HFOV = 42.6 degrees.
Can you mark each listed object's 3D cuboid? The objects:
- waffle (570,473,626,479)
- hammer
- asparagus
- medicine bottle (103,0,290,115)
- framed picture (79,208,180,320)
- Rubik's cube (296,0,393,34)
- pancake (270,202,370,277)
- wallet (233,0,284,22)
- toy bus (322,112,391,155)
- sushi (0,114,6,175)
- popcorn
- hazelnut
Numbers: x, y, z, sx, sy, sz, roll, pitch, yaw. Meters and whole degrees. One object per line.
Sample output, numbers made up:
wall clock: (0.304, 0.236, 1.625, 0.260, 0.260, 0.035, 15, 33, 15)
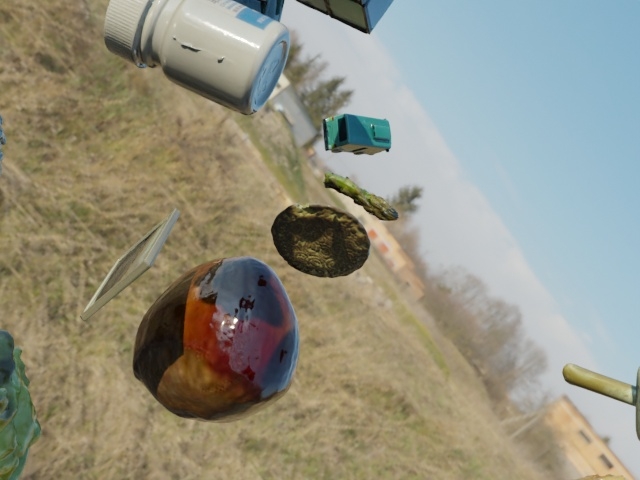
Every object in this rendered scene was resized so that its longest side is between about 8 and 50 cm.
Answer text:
waffle: (0.239, 0.401, 1.058, 0.213, 0.308, 0.091, 85, -7, -52)
hammer: (0.679, 0.343, 1.851, 0.305, 0.113, 0.202, 13, -71, 50)
asparagus: (0.064, -0.069, 1.316, 0.030, 0.036, 0.165, -10, 34, -43)
medicine bottle: (-0.124, -0.206, 0.844, 0.168, 0.105, 0.105, 25, 1, 5)
framed picture: (-0.380, 0.045, 1.656, 0.018, 0.192, 0.265, 46, 18, -16)
Rubik's cube: (0.043, -0.483, 1.361, 0.183, 0.167, 0.180, 30, -11, 17)
pancake: (0.000, 0.001, 1.512, 0.199, 0.199, 0.021, 50, 39, -29)
wallet: (-0.118, -0.349, 1.120, 0.055, 0.160, 0.236, 20, 17, 21)
toy bus: (0.089, -0.240, 1.862, 0.160, 0.092, 0.079, 1, 83, -46)
sushi: (-0.549, -0.117, 0.885, 0.417, 0.417, 0.176, 53, -29, 19)
popcorn: (-0.580, 0.268, 1.280, 0.312, 0.312, 0.312, 52, 3, -4)
hazelnut: (-0.231, 0.227, 1.912, 0.353, 0.421, 0.421, 31, 10, -19)
